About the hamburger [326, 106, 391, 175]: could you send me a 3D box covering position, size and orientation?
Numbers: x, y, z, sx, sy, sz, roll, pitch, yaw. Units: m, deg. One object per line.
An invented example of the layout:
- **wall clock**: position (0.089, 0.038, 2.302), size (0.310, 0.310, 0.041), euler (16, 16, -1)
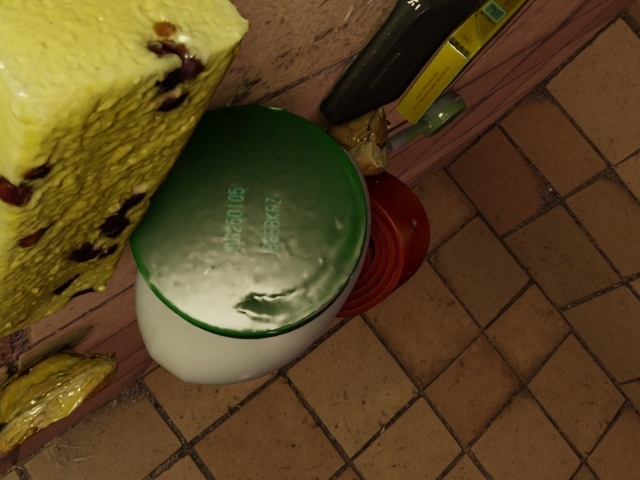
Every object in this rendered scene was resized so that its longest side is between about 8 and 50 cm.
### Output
- **hamburger**: position (0.046, -0.133, 0.929), size (0.102, 0.087, 0.176), euler (-15, -157, 18)

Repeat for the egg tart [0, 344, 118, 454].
- **egg tart**: position (-0.439, 0.247, 1.055), size (0.241, 0.106, 0.241), euler (-37, 178, -1)

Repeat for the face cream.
- **face cream**: position (-0.070, 0.017, 0.730), size (0.312, 0.220, 0.357), euler (-53, 176, -13)

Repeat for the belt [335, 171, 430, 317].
- **belt**: position (0.000, 0.000, 1.005), size (0.324, 0.227, 0.115), euler (0, -164, 33)

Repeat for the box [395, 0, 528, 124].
- **box**: position (0.219, -0.282, 0.884), size (0.279, 0.041, 0.153), euler (-47, 180, -27)

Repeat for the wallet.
- **wallet**: position (0.095, -0.226, 0.794), size (0.149, 0.044, 0.250), euler (-30, 172, -34)

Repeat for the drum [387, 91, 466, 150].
- **drum**: position (0.221, -0.248, 1.451), size (0.253, 0.049, 0.130), euler (-35, 175, -23)

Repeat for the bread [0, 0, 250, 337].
- **bread**: position (-0.177, -0.031, 0.440), size (0.138, 0.077, 0.361), euler (-33, 173, -39)
